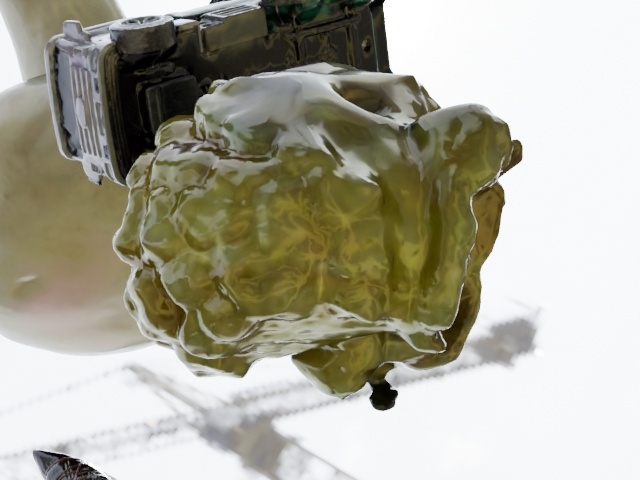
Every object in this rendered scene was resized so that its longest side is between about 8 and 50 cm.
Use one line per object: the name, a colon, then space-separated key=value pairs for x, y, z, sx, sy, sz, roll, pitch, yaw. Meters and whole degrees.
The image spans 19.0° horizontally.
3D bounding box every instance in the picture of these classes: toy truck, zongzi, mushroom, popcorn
toy truck: x=-0.057 y=-0.100 z=1.120 sx=0.216 sy=0.116 sz=0.110 roll=-20 pitch=-69 yaw=-34
zongzi: x=-0.172 y=0.188 z=1.441 sx=0.073 sy=0.083 sz=0.067 roll=20 pitch=-71 yaw=-36
mushroom: x=-0.163 y=-0.064 z=1.548 sx=0.315 sy=0.315 sz=0.356 roll=-20 pitch=-62 yaw=-34
popcorn: x=0.001 y=-0.002 z=0.972 sx=0.218 sy=0.189 sz=0.169 roll=-58 pitch=-24 yaw=-70
